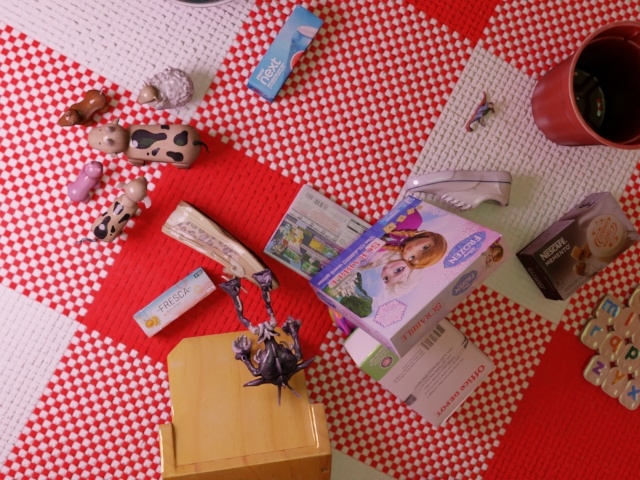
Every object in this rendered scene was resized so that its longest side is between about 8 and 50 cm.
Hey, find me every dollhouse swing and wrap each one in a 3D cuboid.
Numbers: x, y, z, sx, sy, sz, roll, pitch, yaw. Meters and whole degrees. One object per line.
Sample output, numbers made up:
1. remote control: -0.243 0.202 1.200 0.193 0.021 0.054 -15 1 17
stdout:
1. dollhouse swing: -0.176 0.417 1.687 0.346 0.305 0.315 -7 133 -10

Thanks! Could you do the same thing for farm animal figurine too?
1. farm animal figurine: -0.395 -0.179 1.590 0.326 0.172 0.330 -16 93 -9

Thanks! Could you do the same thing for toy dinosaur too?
1. toy dinosaur: 0.375 -0.296 1.795 0.082 0.047 0.090 -25 61 0

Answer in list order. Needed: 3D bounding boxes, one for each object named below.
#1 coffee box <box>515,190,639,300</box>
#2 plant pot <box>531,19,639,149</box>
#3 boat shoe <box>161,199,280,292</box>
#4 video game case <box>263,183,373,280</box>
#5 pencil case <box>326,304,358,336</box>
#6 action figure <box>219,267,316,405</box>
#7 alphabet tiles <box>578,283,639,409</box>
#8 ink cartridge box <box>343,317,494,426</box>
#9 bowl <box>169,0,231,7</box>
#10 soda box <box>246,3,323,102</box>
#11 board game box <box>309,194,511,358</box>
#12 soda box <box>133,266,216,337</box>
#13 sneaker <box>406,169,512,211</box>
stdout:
1. coffee box: 0.609 0.013 1.793 0.246 0.098 0.141 -37 96 -8
2. plant pot: 0.626 -0.327 1.711 0.272 0.265 0.272 0 91 -9
3. boat shoe: -0.215 0.029 1.664 0.285 0.104 0.089 39 89 2
4. video game case: 0.000 0.000 1.732 0.201 0.023 0.183 32 85 -9
5. pencil case: 0.131 0.126 1.717 0.236 0.104 0.104 -30 95 -7
6. action figure: -0.112 0.202 1.599 0.164 0.141 0.276 -18 95 -6
7. alphabet tiles: 0.776 0.261 1.862 0.284 0.021 0.278 34 85 -8
8. ink cartridge box: 0.220 0.253 1.673 0.198 0.115 0.273 -48 116 2
9. bowl: -0.265 -0.630 1.615 0.311 0.163 0.312 0 91 -10
10. soda box: -0.080 -0.417 1.694 0.071 0.067 0.210 33 86 -8
11. board game box: 0.180 0.060 1.603 0.318 0.318 0.066 -41 124 -13
12. soda box: -0.319 0.134 1.662 0.183 0.058 0.063 -36 96 -8
13. sneaker: 0.326 -0.113 1.748 0.258 0.094 0.091 -2 86 -10
